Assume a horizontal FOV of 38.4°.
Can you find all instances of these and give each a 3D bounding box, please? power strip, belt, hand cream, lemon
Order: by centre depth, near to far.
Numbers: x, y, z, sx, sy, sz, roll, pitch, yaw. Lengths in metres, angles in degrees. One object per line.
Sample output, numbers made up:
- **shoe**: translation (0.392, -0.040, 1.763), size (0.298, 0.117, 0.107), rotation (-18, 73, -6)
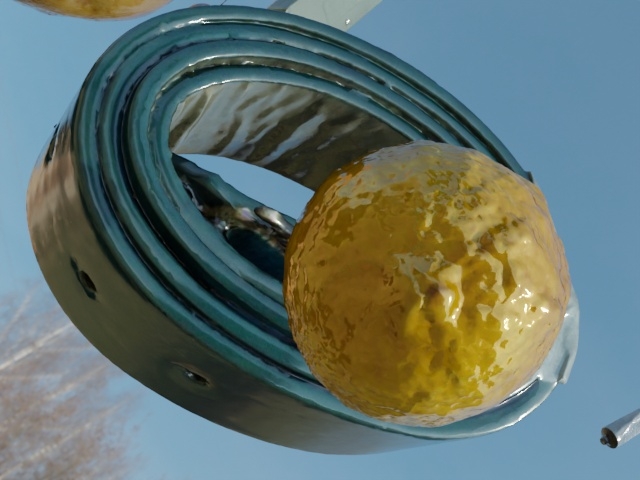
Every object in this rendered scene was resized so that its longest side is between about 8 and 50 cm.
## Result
- **lemon**: translation (0.054, 0.019, 0.466), size (0.142, 0.187, 0.142), rotation (1, -87, 17)
- **belt**: translation (-0.001, -0.001, 0.726), size (0.437, 0.300, 0.173), rotation (27, -29, -23)
- **hand cream**: translation (0.271, 0.149, 0.775), size (0.019, 0.093, 0.030), rotation (38, -39, 47)
- **power strip**: translation (0.010, -0.344, 1.223), size (0.061, 0.215, 0.145), rotation (14, -41, 39)

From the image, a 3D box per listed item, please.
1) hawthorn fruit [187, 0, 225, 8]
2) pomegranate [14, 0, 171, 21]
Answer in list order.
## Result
- **hawthorn fruit**: translation (-0.181, -0.361, 1.491), size (0.103, 0.067, 0.066), rotation (-34, -92, 15)
- **pomegranate**: translation (-0.281, -0.429, 1.075), size (0.338, 0.338, 0.338), rotation (30, -44, 34)
